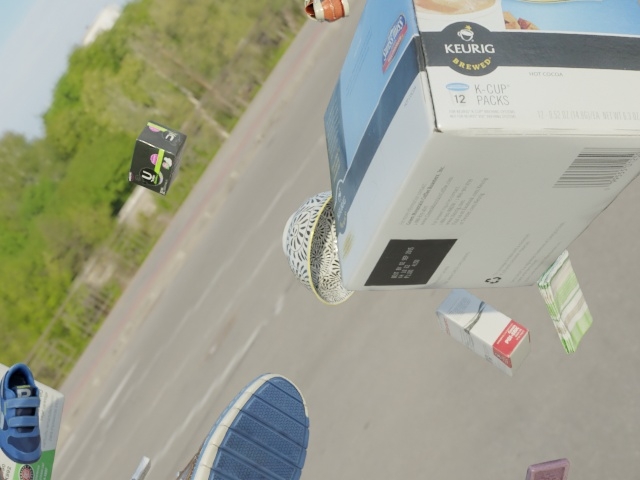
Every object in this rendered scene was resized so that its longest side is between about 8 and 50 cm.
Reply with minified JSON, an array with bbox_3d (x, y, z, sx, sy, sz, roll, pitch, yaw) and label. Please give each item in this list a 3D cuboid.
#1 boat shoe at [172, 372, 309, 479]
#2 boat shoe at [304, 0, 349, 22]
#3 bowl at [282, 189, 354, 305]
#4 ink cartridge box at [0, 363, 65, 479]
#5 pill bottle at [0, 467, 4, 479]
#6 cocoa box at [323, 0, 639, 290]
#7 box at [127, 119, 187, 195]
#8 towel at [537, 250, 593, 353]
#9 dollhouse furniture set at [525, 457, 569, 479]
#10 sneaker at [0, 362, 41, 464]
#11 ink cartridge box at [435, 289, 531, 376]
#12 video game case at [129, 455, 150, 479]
[{"bbox_3d":[-0.069,0.162,0.649,0.066,0.066,0.183,-14,42,52],"label":"boat shoe"},{"bbox_3d":[0.001,-0.299,1.370,0.043,0.049,0.137,-19,19,-6],"label":"boat shoe"},{"bbox_3d":[0.000,0.000,1.506,0.080,0.170,0.170,13,61,32],"label":"bowl"},{"bbox_3d":[-0.541,0.280,1.591,0.121,0.289,0.211,-29,43,31],"label":"ink cartridge box"},{"bbox_3d":[-0.421,0.272,1.234,0.108,0.108,0.180,-70,-19,-53],"label":"pill bottle"},{"bbox_3d":[0.152,-0.119,1.084,0.347,0.231,0.228,114,152,-62],"label":"cocoa box"},{"bbox_3d":[-0.235,-0.119,1.553,0.052,0.062,0.083,-68,0,-46],"label":"box"},{"bbox_3d":[0.432,0.105,1.876,0.023,0.152,0.113,-9,26,42],"label":"towel"},{"bbox_3d":[0.153,0.237,0.827,0.081,0.114,0.091,-123,31,-54],"label":"dollhouse furniture set"},{"bbox_3d":[-0.390,0.223,1.399,0.059,0.053,0.144,-58,42,36],"label":"sneaker"},{"bbox_3d":[0.251,0.138,1.654,0.056,0.135,0.099,-51,-25,-12],"label":"ink cartridge box"},{"bbox_3d":[-0.259,0.345,1.422,0.122,0.011,0.087,-61,-2,-20],"label":"video game case"}]
